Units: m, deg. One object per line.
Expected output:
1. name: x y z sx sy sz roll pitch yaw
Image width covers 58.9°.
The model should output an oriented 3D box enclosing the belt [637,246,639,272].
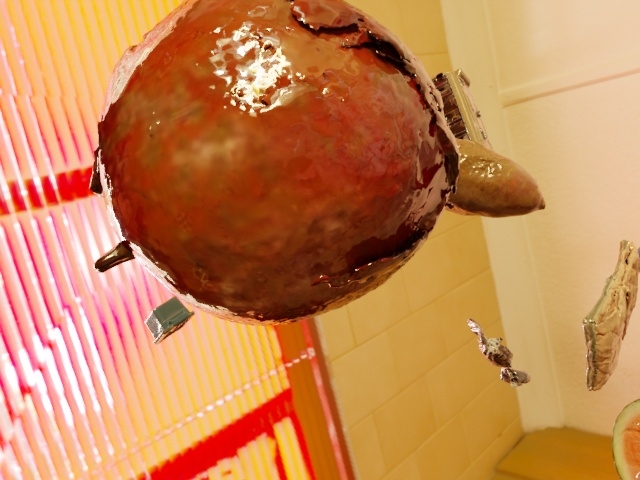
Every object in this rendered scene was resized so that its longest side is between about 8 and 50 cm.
1. belt: 0.796 0.094 1.196 0.117 0.347 0.212 -50 -150 9

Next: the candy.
1. candy: 0.375 0.246 1.214 0.226 0.051 0.094 50 -13 -32

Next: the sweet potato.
1. sweet potato: 0.139 -0.108 0.833 0.385 0.109 0.109 14 -60 6

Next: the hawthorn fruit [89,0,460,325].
1. hawthorn fruit: -0.043 -0.079 0.491 0.316 0.316 0.316 20 -61 40

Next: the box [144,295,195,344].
1. box: -0.297 0.153 1.103 0.054 0.074 0.099 54 -39 5

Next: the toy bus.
1. toy bus: 0.343 -0.302 1.478 0.157 0.139 0.289 -27 -122 27

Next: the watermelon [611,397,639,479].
1. watermelon: 0.616 0.404 1.073 0.119 0.063 0.245 178 -93 -74

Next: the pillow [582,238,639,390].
1. pillow: 0.417 0.102 0.807 0.043 0.232 0.126 10 -55 35
